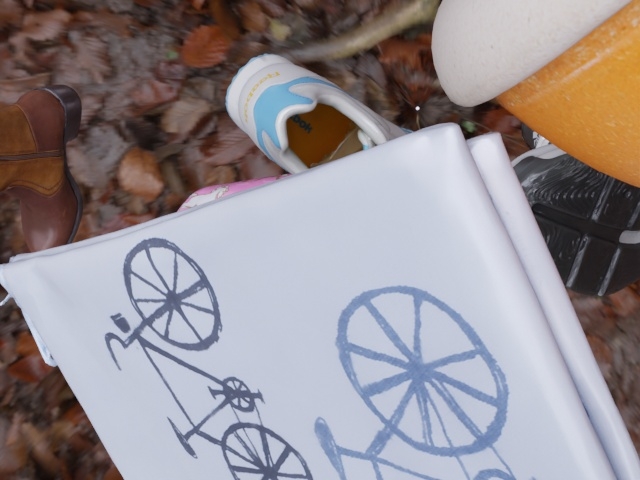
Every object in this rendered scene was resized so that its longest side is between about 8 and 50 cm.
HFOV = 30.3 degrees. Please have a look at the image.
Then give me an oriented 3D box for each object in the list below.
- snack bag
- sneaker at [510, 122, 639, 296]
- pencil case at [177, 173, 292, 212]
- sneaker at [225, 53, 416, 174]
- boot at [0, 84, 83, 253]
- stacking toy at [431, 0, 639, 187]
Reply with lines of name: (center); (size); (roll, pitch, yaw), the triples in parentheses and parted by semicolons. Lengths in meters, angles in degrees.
snack bag: (0.007, 0.119, 0.613); (0.342, 0.037, 0.323); (-14, 109, 42)
sneaker: (0.288, -0.067, 1.381); (0.257, 0.447, 0.169); (35, 113, 40)
pencil case: (0.000, 0.000, 1.413); (0.386, 0.160, 0.167); (-6, 101, 37)
sneaker: (0.034, -0.054, 0.891); (0.228, 0.092, 0.087); (26, 103, -32)
boot: (-0.421, -0.061, 1.561); (0.096, 0.280, 0.264); (24, 116, 15)
stacking toy: (0.313, -0.036, 0.477); (0.350, 0.350, 0.480); (-43, 95, 8)
